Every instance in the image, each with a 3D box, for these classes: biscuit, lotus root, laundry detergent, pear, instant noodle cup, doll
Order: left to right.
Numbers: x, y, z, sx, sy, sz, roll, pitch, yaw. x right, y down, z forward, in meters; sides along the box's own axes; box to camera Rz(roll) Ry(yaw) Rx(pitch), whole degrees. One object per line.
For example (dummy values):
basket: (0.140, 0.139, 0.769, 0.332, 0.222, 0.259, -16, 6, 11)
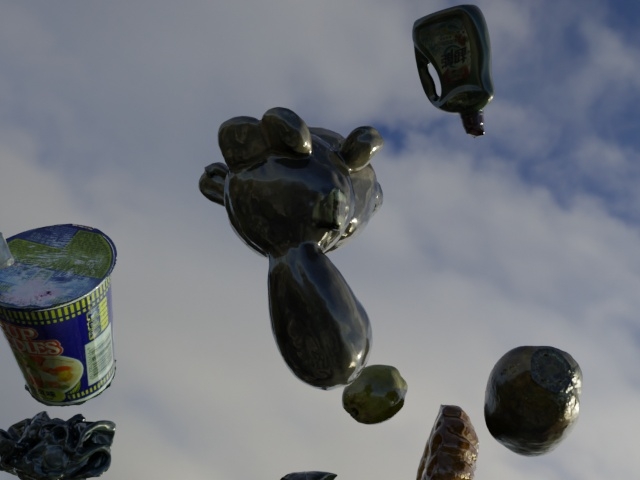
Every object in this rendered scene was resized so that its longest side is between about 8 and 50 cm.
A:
instant noodle cup: (-0.541, 0.168, 1.912, 0.284, 0.284, 0.312, 14, -51, 19)
doll: (-0.035, 0.005, 1.280, 0.253, 0.378, 0.382, 3, -4, 11)
pear: (0.100, 0.286, 1.703, 0.107, 0.131, 0.107, 39, -31, 28)
biscuit: (0.228, 0.474, 1.754, 0.107, 0.325, 0.325, 17, -30, 4)
laundry detergent: (0.233, -0.282, 1.581, 0.144, 0.078, 0.221, -8, -85, 41)
lotus root: (0.358, 0.277, 1.572, 0.160, 0.152, 0.274, 20, -31, 13)

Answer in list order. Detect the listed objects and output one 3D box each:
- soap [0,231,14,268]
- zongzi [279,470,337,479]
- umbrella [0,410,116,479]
soap: (-0.597, 0.043, 1.474, 0.121, 0.183, 0.063, -10, -80, 61)
zongzi: (-0.001, 0.415, 1.533, 0.113, 0.052, 0.104, -1, 8, -25)
umbrella: (-0.364, 0.276, 1.230, 0.143, 0.094, 0.349, 15, -17, -15)
